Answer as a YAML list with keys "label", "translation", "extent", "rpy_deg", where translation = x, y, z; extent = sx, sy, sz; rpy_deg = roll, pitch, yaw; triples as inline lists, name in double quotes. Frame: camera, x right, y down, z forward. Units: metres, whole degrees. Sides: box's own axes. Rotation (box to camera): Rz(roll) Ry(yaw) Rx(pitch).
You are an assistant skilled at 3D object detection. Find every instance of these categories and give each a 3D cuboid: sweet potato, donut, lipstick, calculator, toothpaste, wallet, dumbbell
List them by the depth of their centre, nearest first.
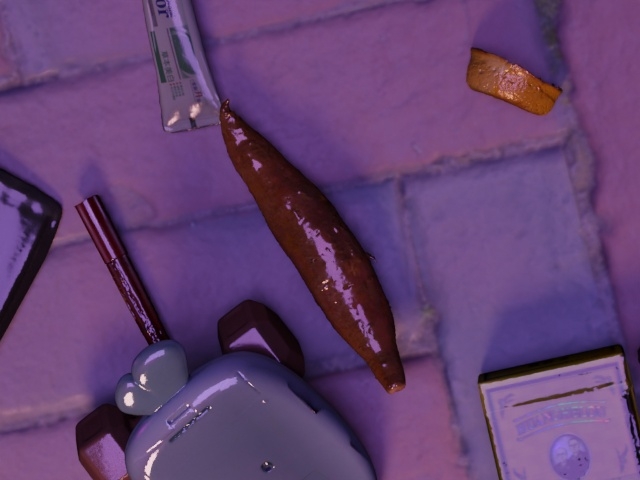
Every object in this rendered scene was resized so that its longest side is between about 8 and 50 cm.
- label: "calculator"
  translation: [-0.070, 0.202, 1.648]
  extent: [0.185, 0.041, 0.299]
  rpy_deg: [-40, 118, 10]
- label: "donut"
  translation: [0.177, -0.144, 1.655]
  extent: [0.083, 0.067, 0.038]
  rpy_deg: [25, 91, -29]
- label: "sweet potato"
  translation: [0.000, 0.000, 1.670]
  extent: [0.072, 0.066, 0.314]
  rpy_deg: [-30, 89, 1]
- label: "toothpaste"
  translation: [-0.140, -0.211, 1.679]
  extent: [0.064, 0.041, 0.218]
  rpy_deg: [-10, 97, 17]
- label: "dumbbell"
  translation: [-0.125, 0.152, 1.686]
  extent: [0.231, 0.092, 0.082]
  rpy_deg: [-36, 118, 8]
- label: "lipstick"
  translation: [-0.184, 0.039, 1.711]
  extent: [0.027, 0.027, 0.176]
  rpy_deg: [-27, 93, 8]
- label: "wallet"
  translation: [-0.370, 0.035, 1.721]
  extent: [0.168, 0.052, 0.245]
  rpy_deg: [28, 95, -1]

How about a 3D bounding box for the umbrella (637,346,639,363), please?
- label: "umbrella"
  translation: [0.441, 0.178, 1.637]
  extent: [0.337, 0.067, 0.073]
  rpy_deg: [34, 109, 2]

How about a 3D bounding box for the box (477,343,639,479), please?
- label: "box"
  translation: [0.237, 0.218, 1.665]
  extent: [0.141, 0.064, 0.220]
  rpy_deg: [-12, 92, 8]
